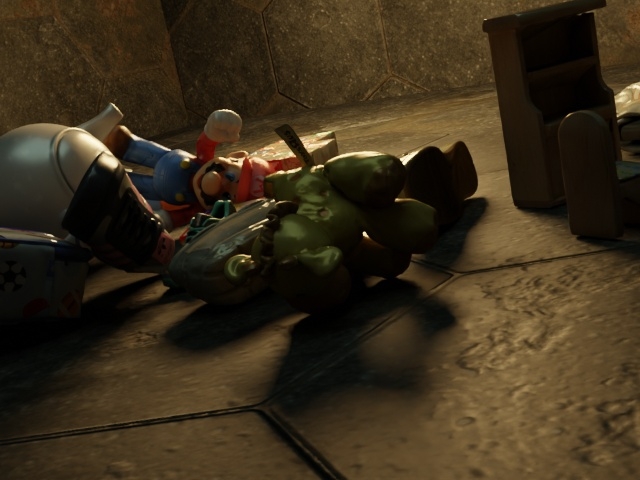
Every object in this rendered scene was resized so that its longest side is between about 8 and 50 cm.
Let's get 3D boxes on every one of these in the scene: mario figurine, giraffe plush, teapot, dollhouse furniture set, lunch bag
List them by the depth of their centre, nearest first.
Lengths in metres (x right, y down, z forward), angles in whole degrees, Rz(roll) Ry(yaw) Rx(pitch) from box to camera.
[{"bbox_3d":[0.000,0.000,0.942,0.181,0.210,0.170,-41,15,44],"label":"giraffe plush"},{"bbox_3d":[0.411,-0.175,1.084,0.362,0.257,0.394,-20,15,-31],"label":"dollhouse furniture set"},{"bbox_3d":[-0.448,0.030,1.097,0.303,0.115,0.243,8,3,-29],"label":"lunch bag"},{"bbox_3d":[-0.394,-0.080,1.395,0.187,0.256,0.252,-25,-7,24],"label":"teapot"},{"bbox_3d":[-0.223,-0.107,1.482,0.320,0.198,0.170,10,41,19],"label":"mario figurine"}]

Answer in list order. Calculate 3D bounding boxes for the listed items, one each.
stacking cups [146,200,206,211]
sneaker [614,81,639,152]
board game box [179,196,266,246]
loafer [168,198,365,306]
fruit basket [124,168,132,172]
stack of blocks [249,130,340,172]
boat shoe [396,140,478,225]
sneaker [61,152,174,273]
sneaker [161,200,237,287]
[{"bbox_3d":[-0.325,-0.050,1.631,0.316,0.096,0.096,-13,12,-26],"label":"stacking cups"},{"bbox_3d":[0.508,-0.194,1.460,0.121,0.099,0.262,-18,12,-6],"label":"sneaker"},{"bbox_3d":[-0.097,-0.025,1.345,0.193,0.045,0.147,-12,16,10],"label":"board game box"},{"bbox_3d":[-0.049,-0.014,1.130,0.111,0.112,0.319,12,26,42],"label":"loafer"},{"bbox_3d":[-0.599,-0.075,1.791,0.326,0.166,0.353,-5,17,26],"label":"fruit basket"},{"bbox_3d":[-0.050,-0.137,1.723,0.171,0.087,0.297,-7,13,21],"label":"stack of blocks"},{"bbox_3d":[0.140,-0.076,1.261,0.098,0.109,0.302,-15,7,25],"label":"boat shoe"},{"bbox_3d":[-0.243,-0.023,1.147,0.131,0.112,0.319,28,-10,-4],"label":"sneaker"},{"bbox_3d":[-0.160,0.002,1.200,0.065,0.076,0.166,1,30,32],"label":"sneaker"}]
